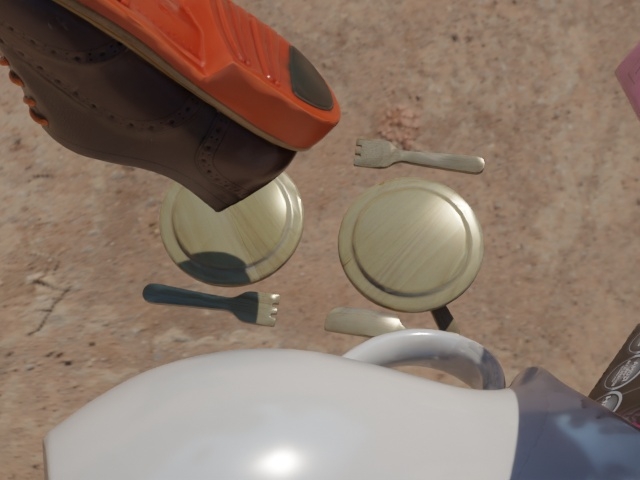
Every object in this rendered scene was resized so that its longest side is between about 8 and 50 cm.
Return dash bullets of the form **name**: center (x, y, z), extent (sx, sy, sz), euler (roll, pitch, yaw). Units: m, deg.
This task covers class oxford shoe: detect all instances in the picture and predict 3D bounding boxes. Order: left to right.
- **oxford shoe**: center (-0.118, -0.090, 0.461), extent (0.271, 0.098, 0.097), euler (30, 28, -31)

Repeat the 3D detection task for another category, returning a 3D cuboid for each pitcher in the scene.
- **pitcher**: center (0.002, 0.089, 0.390), extent (0.207, 0.178, 0.126), euler (-4, 112, -18)

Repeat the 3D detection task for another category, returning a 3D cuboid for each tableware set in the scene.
- **tableware set**: center (0.000, 0.000, 0.621), extent (0.194, 0.039, 0.128), euler (9, 68, 5)

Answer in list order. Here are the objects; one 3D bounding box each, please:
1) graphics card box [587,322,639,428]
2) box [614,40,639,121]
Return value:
- **graphics card box**: center (0.326, 0.124, 0.694), extent (0.094, 0.371, 0.233), euler (50, 58, -7)
- **box**: center (0.225, -0.007, 0.318), extent (0.213, 0.117, 0.243), euler (35, 22, -7)
